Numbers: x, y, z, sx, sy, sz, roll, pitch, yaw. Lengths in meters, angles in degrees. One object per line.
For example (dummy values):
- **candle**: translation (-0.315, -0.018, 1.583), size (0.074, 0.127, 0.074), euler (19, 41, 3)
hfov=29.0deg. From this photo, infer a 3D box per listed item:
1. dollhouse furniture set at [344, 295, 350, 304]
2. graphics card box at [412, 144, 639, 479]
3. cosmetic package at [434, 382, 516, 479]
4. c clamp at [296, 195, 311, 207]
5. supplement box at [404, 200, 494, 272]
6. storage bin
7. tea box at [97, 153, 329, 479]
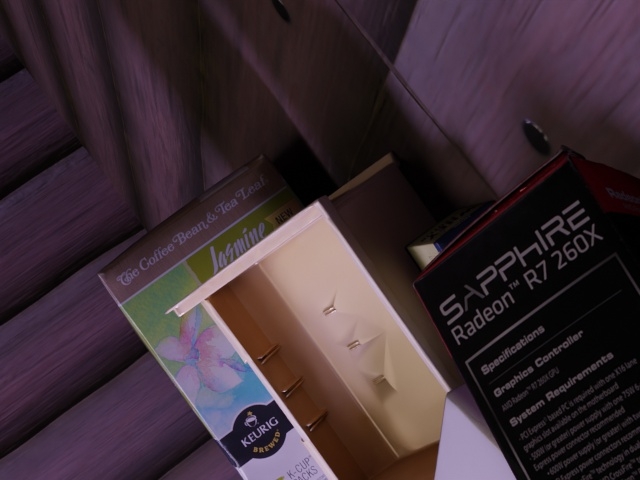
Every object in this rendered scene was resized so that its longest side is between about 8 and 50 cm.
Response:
- **dollhouse furniture set**: translation (0.034, -0.001, 1.151), size (0.091, 0.081, 0.114), euler (42, 163, 43)
- **graphics card box**: translation (0.203, 0.150, 0.483), size (0.232, 0.094, 0.371), euler (13, -137, -53)
- **cosmetic package**: translation (0.193, 0.255, 0.888), size (0.217, 0.156, 0.385), euler (47, 150, 32)
- **c clamp**: translation (0.000, 0.000, 1.431), size (0.161, 0.022, 0.137), euler (57, 172, -18)
- **supplement box**: translation (0.120, 0.021, 0.952), size (0.083, 0.056, 0.083), euler (55, 168, -5)
- **storage bin**: translation (0.029, 0.102, 1.088), size (0.260, 0.123, 0.262), euler (-34, 92, 44)
- **tea box**: translation (-0.068, 0.106, 1.393), size (0.324, 0.220, 0.329), euler (53, 173, -3)
